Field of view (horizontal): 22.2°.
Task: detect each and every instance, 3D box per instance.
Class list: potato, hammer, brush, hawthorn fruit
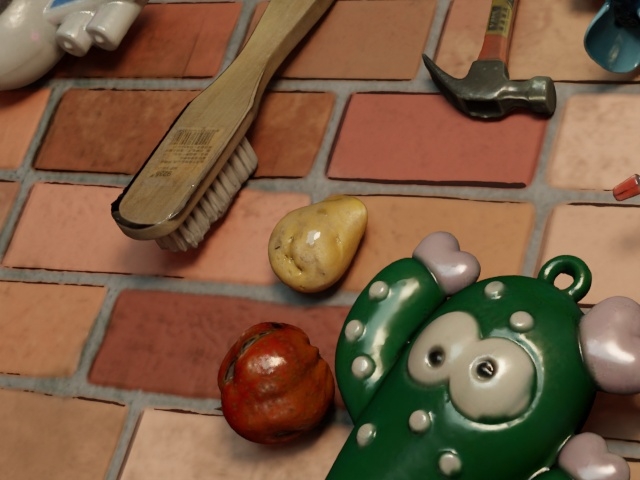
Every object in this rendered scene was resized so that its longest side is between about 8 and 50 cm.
[{"bbox_3d":[0.000,0.000,1.253,0.083,0.062,0.068,-35,63,-29],"label":"potato"},{"bbox_3d":[0.159,-0.223,1.345,0.111,0.033,0.288,1,58,24],"label":"hammer"},{"bbox_3d":[-0.063,-0.111,1.360,0.070,0.065,0.327,6,51,35],"label":"brush"},{"bbox_3d":[-0.037,0.105,1.179,0.093,0.093,0.093,-12,54,17],"label":"hawthorn fruit"}]

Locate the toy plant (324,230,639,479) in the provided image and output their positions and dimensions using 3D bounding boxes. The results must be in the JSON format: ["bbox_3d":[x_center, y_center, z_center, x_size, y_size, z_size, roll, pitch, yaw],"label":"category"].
[{"bbox_3d":[0.106,0.108,1.092,0.232,0.112,0.243,7,67,30],"label":"toy plant"}]

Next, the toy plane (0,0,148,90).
[{"bbox_3d":[-0.253,-0.254,1.497,0.266,0.123,0.267,-12,56,19],"label":"toy plane"}]

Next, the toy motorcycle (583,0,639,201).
[{"bbox_3d":[0.285,-0.127,1.161,0.182,0.123,0.272,-25,56,27],"label":"toy motorcycle"}]
